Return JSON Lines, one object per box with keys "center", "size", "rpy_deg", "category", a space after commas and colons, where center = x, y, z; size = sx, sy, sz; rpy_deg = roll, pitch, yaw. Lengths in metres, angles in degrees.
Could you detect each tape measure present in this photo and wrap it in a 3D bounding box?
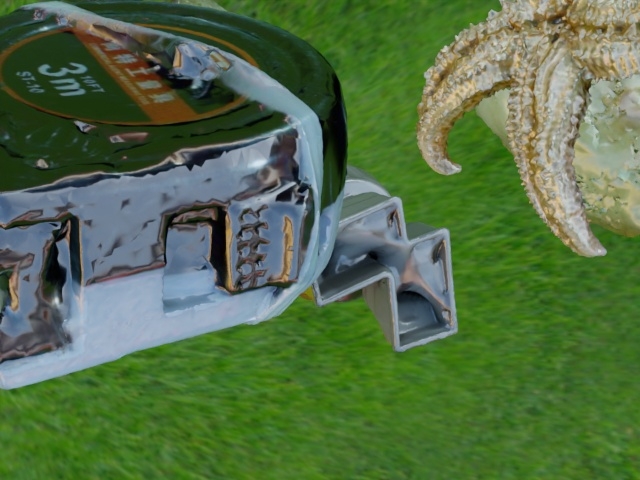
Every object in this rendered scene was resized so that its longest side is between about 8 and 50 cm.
{"center": [-0.078, -0.029, 0.619], "size": [0.181, 0.182, 0.107], "rpy_deg": [-8, 120, -24], "category": "tape measure"}

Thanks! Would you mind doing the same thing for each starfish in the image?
{"center": [0.139, -0.108, 0.840], "size": [0.071, 0.238, 0.216], "rpy_deg": [16, 55, -42], "category": "starfish"}

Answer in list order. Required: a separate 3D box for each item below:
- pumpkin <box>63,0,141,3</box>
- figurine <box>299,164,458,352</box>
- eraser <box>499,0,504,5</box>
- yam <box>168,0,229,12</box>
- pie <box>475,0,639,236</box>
{"center": [-0.209, -0.303, 1.347], "size": [0.152, 0.211, 0.212], "rpy_deg": [-21, 93, 11], "category": "pumpkin"}
{"center": [0.001, 0.000, 1.616], "size": [0.167, 0.285, 0.342], "rpy_deg": [-42, 123, -14], "category": "figurine"}
{"center": [0.183, -0.357, 1.535], "size": [0.086, 0.130, 0.287], "rpy_deg": [-21, 107, 24], "category": "eraser"}
{"center": [-0.140, -0.130, 1.232], "size": [0.068, 0.169, 0.068], "rpy_deg": [33, 38, -31], "category": "yam"}
{"center": [0.324, -0.167, 1.109], "size": [0.418, 0.180, 0.395], "rpy_deg": [5, 50, 2], "category": "pie"}
